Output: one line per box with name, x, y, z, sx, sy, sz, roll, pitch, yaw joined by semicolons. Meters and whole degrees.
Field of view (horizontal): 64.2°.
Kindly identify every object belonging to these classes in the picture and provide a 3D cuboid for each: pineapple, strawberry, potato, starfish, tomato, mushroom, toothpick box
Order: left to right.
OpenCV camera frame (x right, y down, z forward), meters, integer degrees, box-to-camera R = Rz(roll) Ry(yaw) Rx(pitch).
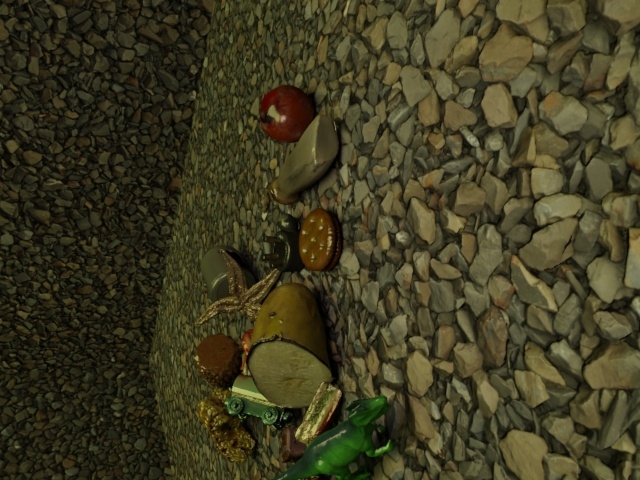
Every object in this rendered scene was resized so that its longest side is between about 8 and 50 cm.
pineapple;-0.452;0.599;2.349;0.358;0.222;0.223;88;161;-45
toothpick box;-0.447;0.159;2.364;0.316;0.228;0.229;48;129;52
starfish;-0.329;0.247;2.133;0.397;0.132;0.384;21;115;25
strawberry;-0.248;0.440;2.031;0.121;0.082;0.188;-38;70;48
tomato;-0.129;-0.466;1.885;0.208;0.184;0.208;-11;77;61
potato;-0.083;0.343;1.759;0.296;0.289;0.397;-78;-25;-47
mushroom;-0.056;-0.254;1.793;0.407;0.137;0.154;-48;59;52

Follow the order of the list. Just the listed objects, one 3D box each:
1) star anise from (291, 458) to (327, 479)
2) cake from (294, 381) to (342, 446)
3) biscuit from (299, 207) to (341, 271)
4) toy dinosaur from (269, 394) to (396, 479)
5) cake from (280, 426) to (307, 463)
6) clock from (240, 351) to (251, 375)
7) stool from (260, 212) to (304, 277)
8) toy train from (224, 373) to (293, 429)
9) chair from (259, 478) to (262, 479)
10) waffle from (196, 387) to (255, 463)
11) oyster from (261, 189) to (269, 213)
star anise;-0.019;0.791;1.684;0.234;0.073;0.177;-36;86;48
cake;-0.012;0.578;1.643;0.086;0.116;0.221;27;118;19
biscuit;0.000;0.000;1.742;0.220;0.066;0.221;-9;79;57
toy dinosaur;-0.027;0.592;1.406;0.375;0.499;0.144;72;-178;-46
cake;-0.097;0.742;1.853;0.295;0.112;0.116;123;146;-60
clock;-0.268;0.567;2.127;0.219;0.106;0.256;-39;55;53
stool;-0.145;0.020;1.921;0.153;0.139;0.228;-44;54;49
toy train;-0.223;0.600;1.920;0.285;0.116;0.177;5;61;26
chair;-0.238;1.077;2.059;0.212;0.084;0.102;26;114;59
waffle;-0.416;0.805;2.228;0.261;0.151;0.325;5;117;52
oyster;-0.238;-0.167;2.225;0.083;0.038;0.081;86;174;-46
